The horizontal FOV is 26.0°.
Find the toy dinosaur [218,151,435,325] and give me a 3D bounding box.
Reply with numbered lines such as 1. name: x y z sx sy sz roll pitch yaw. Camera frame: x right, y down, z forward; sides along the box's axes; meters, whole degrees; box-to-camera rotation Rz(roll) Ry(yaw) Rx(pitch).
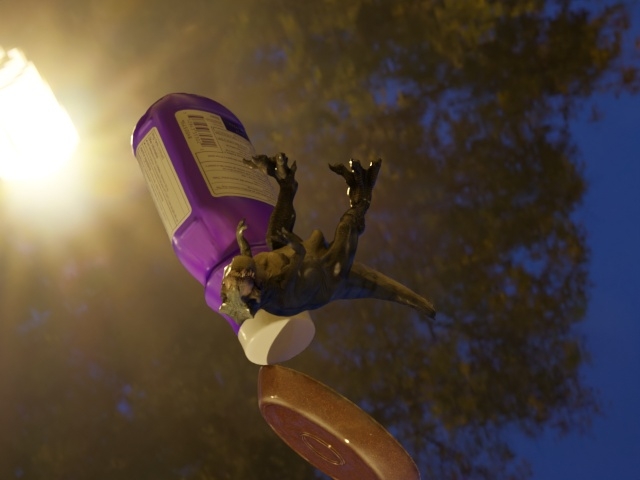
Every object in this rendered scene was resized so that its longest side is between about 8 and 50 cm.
1. toy dinosaur: 0.000 0.000 0.977 0.064 0.118 0.268 -6 175 34

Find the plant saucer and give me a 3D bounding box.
1. plant saucer: 0.008 0.170 1.193 0.168 0.168 0.029 17 -119 40

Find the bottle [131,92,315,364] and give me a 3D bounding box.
1. bottle: -0.086 -0.013 1.295 0.092 0.118 0.283 -46 -129 25
